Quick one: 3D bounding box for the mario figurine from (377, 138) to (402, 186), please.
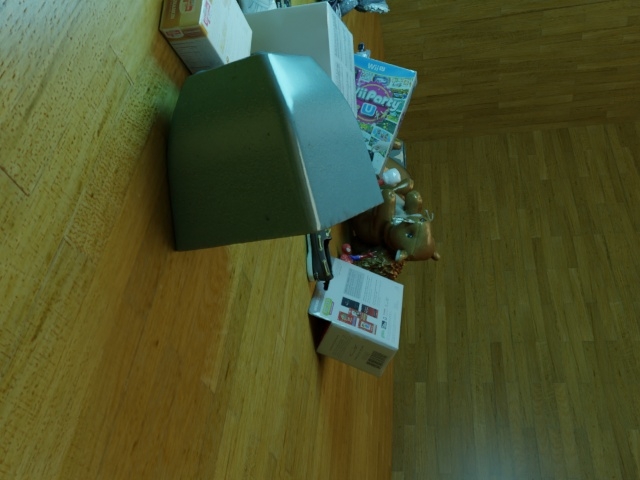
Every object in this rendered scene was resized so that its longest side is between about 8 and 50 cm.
[{"bbox_3d":[0.163,-0.222,1.939,0.320,0.170,0.198,-62,-165,23],"label":"mario figurine"}]

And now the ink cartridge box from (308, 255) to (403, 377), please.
[{"bbox_3d":[0.094,0.214,1.697,0.309,0.272,0.130,-70,-176,-58],"label":"ink cartridge box"}]

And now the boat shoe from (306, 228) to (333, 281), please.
[{"bbox_3d":[0.000,0.000,1.582,0.081,0.069,0.227,11,77,-76],"label":"boat shoe"}]

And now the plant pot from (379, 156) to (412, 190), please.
[{"bbox_3d":[0.220,-0.262,2.310,0.254,0.237,0.237,38,48,-52],"label":"plant pot"}]

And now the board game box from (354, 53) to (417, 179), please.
[{"bbox_3d":[0.118,-0.353,1.609,0.097,0.224,0.303,18,92,-78],"label":"board game box"}]

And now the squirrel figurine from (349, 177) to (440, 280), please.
[{"bbox_3d":[0.274,-0.002,2.109,0.370,0.281,0.396,49,-51,46],"label":"squirrel figurine"}]

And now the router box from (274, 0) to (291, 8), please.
[{"bbox_3d":[-0.100,-0.575,1.368,0.092,0.038,0.122,-45,130,-73],"label":"router box"}]

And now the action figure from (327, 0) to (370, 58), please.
[{"bbox_3d":[0.053,-0.581,1.735,0.285,0.185,0.099,60,32,-41],"label":"action figure"}]

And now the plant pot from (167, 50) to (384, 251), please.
[{"bbox_3d":[-0.078,-0.142,0.861,0.247,0.248,0.252,-25,106,-59],"label":"plant pot"}]

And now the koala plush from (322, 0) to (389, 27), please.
[{"bbox_3d":[0.118,-0.814,1.885,0.203,0.221,0.196,76,15,-71],"label":"koala plush"}]

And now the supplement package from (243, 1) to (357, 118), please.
[{"bbox_3d":[-0.045,-0.355,1.196,0.263,0.199,0.198,-28,115,-75],"label":"supplement package"}]

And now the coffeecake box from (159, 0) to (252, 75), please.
[{"bbox_3d":[-0.179,-0.342,0.921,0.185,0.068,0.142,55,35,-65],"label":"coffeecake box"}]

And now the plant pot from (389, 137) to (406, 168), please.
[{"bbox_3d":[0.288,-0.378,2.603,0.290,0.196,0.290,-3,90,-76],"label":"plant pot"}]

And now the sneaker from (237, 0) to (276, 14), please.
[{"bbox_3d":[-0.115,-0.496,1.121,0.232,0.115,0.090,7,80,-76],"label":"sneaker"}]

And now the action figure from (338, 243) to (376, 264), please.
[{"bbox_3d":[0.136,0.141,1.991,0.091,0.139,0.280,-59,141,-68],"label":"action figure"}]
